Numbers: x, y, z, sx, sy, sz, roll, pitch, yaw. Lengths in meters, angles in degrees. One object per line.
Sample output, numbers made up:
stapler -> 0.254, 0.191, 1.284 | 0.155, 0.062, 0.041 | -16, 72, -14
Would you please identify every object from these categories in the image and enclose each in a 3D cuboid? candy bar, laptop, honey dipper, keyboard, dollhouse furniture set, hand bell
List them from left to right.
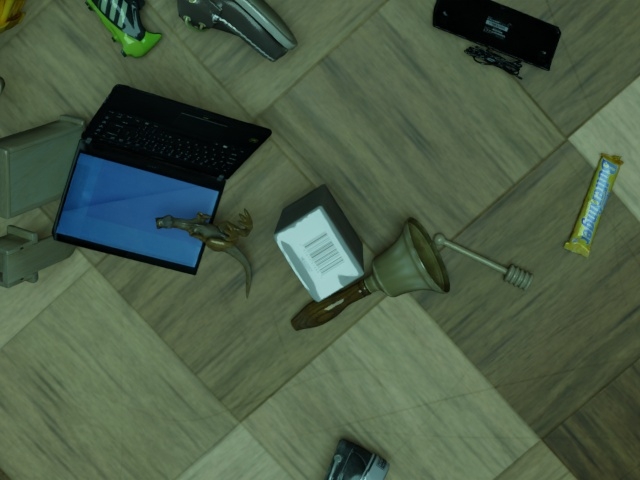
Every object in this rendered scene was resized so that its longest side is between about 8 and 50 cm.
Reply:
dollhouse furniture set -> -0.542, -0.127, 1.932 | 0.355, 0.174, 0.303 | 16, 114, 27
laptop -> -0.232, -0.081, 1.847 | 0.234, 0.264, 0.137 | 15, 63, -23
hand bell -> 0.061, 0.075, 1.938 | 0.242, 0.126, 0.126 | -28, 98, 18
honey dipper -> 0.245, 0.029, 1.949 | 0.160, 0.030, 0.030 | 27, 98, -1
keyboard -> 0.253, -0.301, 1.902 | 0.192, 0.038, 0.100 | 21, 75, -1
candy bar -> 0.414, -0.055, 1.939 | 0.040, 0.018, 0.161 | 19, 99, -2

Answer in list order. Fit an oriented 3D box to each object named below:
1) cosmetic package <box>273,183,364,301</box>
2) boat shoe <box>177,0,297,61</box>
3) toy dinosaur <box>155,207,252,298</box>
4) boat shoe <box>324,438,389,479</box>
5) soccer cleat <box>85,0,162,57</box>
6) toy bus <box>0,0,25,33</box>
cosmetic package -> 0.000, 0.000, 1.845 | 0.085, 0.231, 0.117 | -31, 97, 5
boat shoe -> -0.177, -0.362, 1.853 | 0.324, 0.116, 0.097 | 41, 102, -1
toy dinosaur -> -0.145, 0.000, 1.900 | 0.211, 0.112, 0.064 | 34, 54, -30
boat shoe -> -0.010, 0.452, 1.978 | 0.105, 0.113, 0.306 | 29, 96, 3
soccer cleat -> -0.304, -0.352, 1.886 | 0.072, 0.060, 0.179 | -37, 103, -4
toy bus -> -0.481, -0.352, 1.809 | 0.149, 0.220, 0.211 | 22, 105, -8
